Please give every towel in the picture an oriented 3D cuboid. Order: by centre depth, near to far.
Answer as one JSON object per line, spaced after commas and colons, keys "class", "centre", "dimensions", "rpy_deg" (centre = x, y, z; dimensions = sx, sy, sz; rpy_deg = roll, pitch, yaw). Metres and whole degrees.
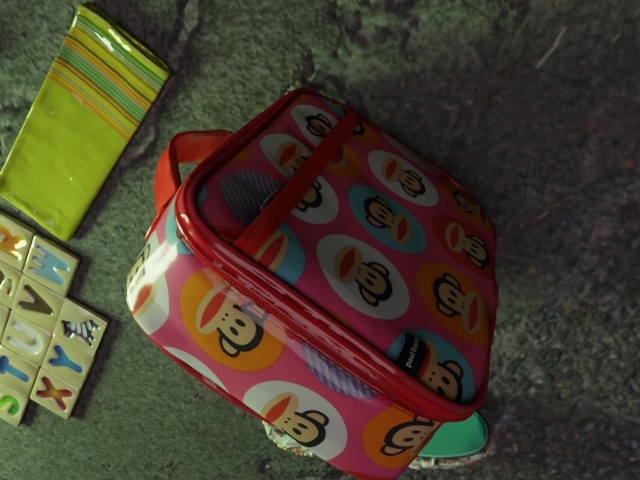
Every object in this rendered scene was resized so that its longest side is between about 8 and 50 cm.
{"class": "towel", "centre": [-0.245, -0.108, 0.642], "dimensions": [0.102, 0.021, 0.237], "rpy_deg": [39, 116, -3]}

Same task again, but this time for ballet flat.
{"class": "ballet flat", "centre": [0.057, 0.194, 0.675], "dimensions": [0.240, 0.091, 0.077], "rpy_deg": [4, 144, 17]}

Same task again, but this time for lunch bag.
{"class": "lunch bag", "centre": [0.000, 0.000, 0.478], "dimensions": [0.258, 0.293, 0.120], "rpy_deg": [35, 121, -3]}

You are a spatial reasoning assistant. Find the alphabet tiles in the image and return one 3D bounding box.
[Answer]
{"class": "alphabet tiles", "centre": [-0.425, 0.073, 0.770], "dimensions": [0.342, 0.011, 0.285], "rpy_deg": [30, 117, 0]}
